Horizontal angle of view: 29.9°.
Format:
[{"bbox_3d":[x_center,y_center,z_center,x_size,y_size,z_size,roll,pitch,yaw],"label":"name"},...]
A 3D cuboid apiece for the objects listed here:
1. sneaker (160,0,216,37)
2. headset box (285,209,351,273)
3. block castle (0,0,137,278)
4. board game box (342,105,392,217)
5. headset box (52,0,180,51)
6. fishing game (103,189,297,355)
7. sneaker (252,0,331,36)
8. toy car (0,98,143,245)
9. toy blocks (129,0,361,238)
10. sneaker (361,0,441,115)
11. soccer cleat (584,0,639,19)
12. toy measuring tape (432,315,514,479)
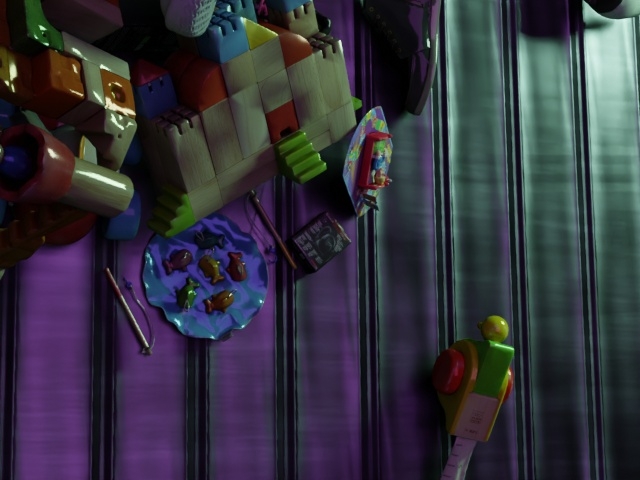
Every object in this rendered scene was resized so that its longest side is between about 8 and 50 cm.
[{"bbox_3d":[-0.209,-0.395,1.496,0.210,0.137,0.366,18,41,-12],"label":"sneaker"},{"bbox_3d":[0.000,0.000,1.771,0.083,0.032,0.062,-40,99,-24],"label":"headset box"},{"bbox_3d":[-0.408,-0.197,1.400,0.213,0.303,0.453,22,50,-53],"label":"block castle"},{"bbox_3d":[0.084,-0.113,1.761,0.033,0.168,0.133,17,64,23],"label":"board game box"},{"bbox_3d":[-0.265,-0.396,1.667,0.283,0.131,0.246,-5,83,-23],"label":"headset box"},{"bbox_3d":[-0.159,0.049,1.694,0.264,0.041,0.189,-26,90,-24],"label":"fishing game"},{"bbox_3d":[-0.055,-0.338,1.777,0.170,0.075,0.063,24,73,-18],"label":"sneaker"},{"bbox_3d":[-0.320,-0.109,1.541,0.219,0.238,0.210,7,79,-22],"label":"toy car"},{"bbox_3d":[-0.109,-0.211,1.607,0.381,0.191,0.261,-32,128,-26],"label":"toy blocks"},{"bbox_3d":[0.119,-0.306,1.856,0.118,0.083,0.222,5,87,-3],"label":"sneaker"},{"bbox_3d":[0.483,-0.528,2.029,0.143,0.116,0.331,2,78,-45],"label":"soccer cleat"},{"bbox_3d":[0.206,0.263,1.800,0.121,0.121,0.330,16,99,-20],"label":"toy measuring tape"}]
